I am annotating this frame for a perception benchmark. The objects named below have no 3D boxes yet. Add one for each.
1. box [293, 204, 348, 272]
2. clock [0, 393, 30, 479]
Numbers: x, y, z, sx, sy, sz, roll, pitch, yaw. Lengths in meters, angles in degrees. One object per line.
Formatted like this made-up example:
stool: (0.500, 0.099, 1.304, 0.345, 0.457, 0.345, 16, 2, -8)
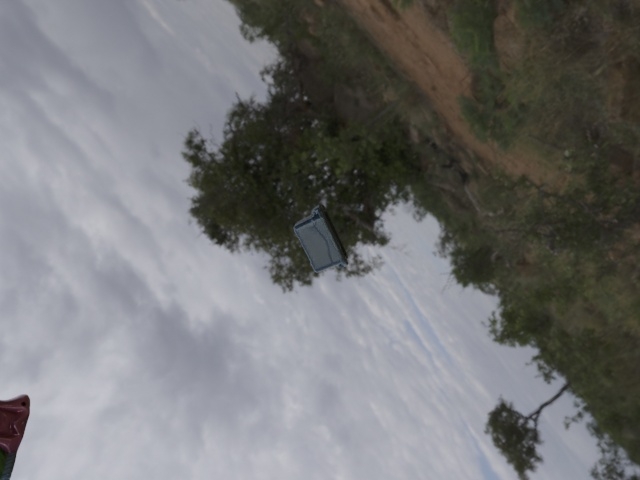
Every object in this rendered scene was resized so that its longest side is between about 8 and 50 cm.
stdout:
box: (0.000, 0.000, 0.860, 0.074, 0.054, 0.099, -71, -44, -78)
clock: (-0.617, 0.338, 0.942, 0.196, 0.100, 0.193, 31, -129, -38)
